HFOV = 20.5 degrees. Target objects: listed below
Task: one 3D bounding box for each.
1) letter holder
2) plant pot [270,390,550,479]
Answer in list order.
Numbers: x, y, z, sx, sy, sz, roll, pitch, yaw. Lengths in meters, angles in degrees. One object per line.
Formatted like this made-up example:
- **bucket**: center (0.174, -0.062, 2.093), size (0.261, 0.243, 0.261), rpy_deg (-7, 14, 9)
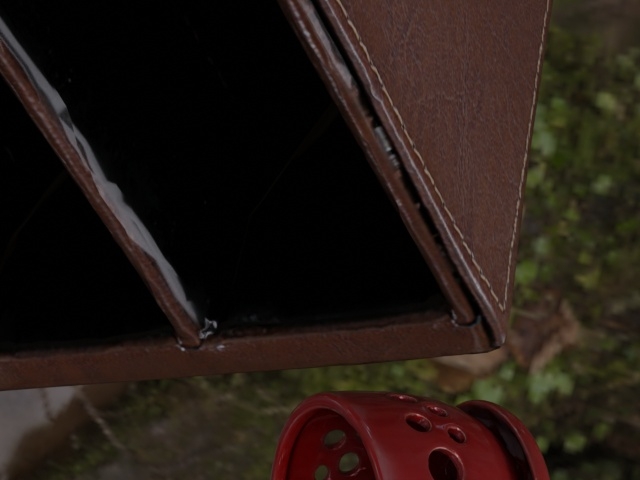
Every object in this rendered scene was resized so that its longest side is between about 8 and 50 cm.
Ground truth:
- **letter holder**: center (-0.036, -0.146, 0.465), size (0.214, 0.152, 0.302), rpy_deg (60, 32, -43)
- **plant pot**: center (0.074, 0.211, 1.407), size (0.174, 0.191, 0.191), rpy_deg (0, 102, -32)
